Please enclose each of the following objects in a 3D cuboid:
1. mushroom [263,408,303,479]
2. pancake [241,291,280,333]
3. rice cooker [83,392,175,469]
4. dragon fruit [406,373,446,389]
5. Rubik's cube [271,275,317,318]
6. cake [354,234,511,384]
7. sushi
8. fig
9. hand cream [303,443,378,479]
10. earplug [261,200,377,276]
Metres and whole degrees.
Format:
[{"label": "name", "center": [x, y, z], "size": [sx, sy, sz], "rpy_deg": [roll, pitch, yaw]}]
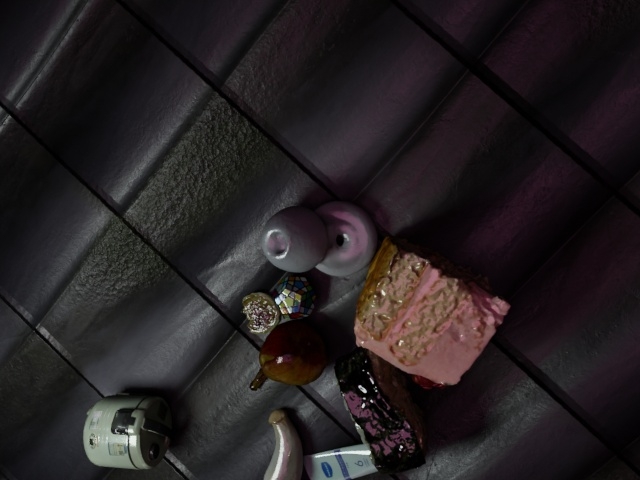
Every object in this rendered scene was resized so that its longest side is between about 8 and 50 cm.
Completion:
[{"label": "mushroom", "center": [-0.107, 0.643, 1.715], "size": [0.118, 0.103, 0.269], "rpy_deg": [6, 88, 5]}, {"label": "pancake", "center": [-0.177, 0.215, 1.712], "size": [0.116, 0.022, 0.129], "rpy_deg": [-22, 96, 14]}, {"label": "rice cooker", "center": [-0.572, 0.575, 1.740], "size": [0.244, 0.226, 0.225], "rpy_deg": [0, 97, 15]}, {"label": "dragon fruit", "center": [0.301, 0.363, 1.605], "size": [0.126, 0.068, 0.112], "rpy_deg": [36, 100, 5]}, {"label": "Rubik's cube", "center": [-0.075, 0.163, 1.637], "size": [0.133, 0.133, 0.111], "rpy_deg": [26, 130, 8]}, {"label": "cake", "center": [0.259, 0.169, 1.475], "size": [0.307, 0.314, 0.293], "rpy_deg": [26, 104, -2]}, {"label": "sushi", "center": [0.170, 0.453, 1.561], "size": [0.171, 0.211, 0.350], "rpy_deg": [-27, 80, 7]}, {"label": "fig", "center": [-0.116, 0.364, 1.637], "size": [0.290, 0.190, 0.190], "rpy_deg": [-44, 87, 12]}, {"label": "hand cream", "center": [0.102, 0.653, 1.699], "size": [0.321, 0.067, 0.109], "rpy_deg": [-21, 93, 21]}, {"label": "earplug", "center": [-0.004, -0.001, 1.573], "size": [0.326, 0.175, 0.214], "rpy_deg": [-1, 97, -18]}]
